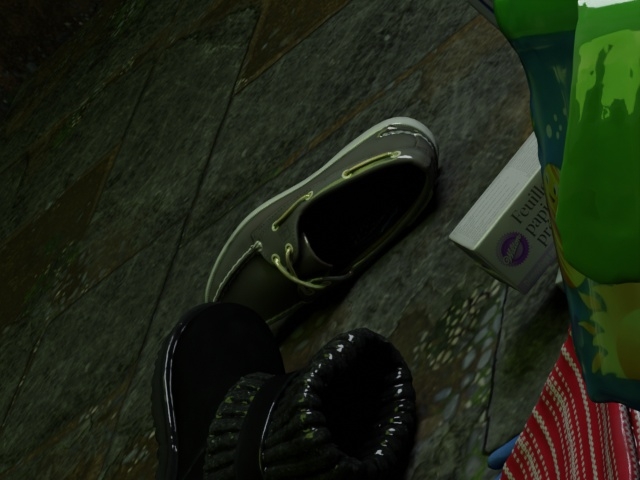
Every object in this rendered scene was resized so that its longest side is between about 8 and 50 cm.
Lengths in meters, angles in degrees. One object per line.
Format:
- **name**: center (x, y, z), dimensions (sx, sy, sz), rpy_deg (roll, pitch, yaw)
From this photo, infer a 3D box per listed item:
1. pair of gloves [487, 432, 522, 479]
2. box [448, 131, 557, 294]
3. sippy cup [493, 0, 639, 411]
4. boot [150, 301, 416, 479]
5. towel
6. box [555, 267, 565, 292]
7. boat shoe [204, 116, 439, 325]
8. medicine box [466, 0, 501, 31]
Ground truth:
- **pair of gloves**: center (0.170, 0.181, 1.394), dimensions (0.159, 0.023, 0.198), rpy_deg (-47, 20, 12)
- **box**: center (0.235, -0.103, 1.576), dimensions (0.324, 0.063, 0.067), rpy_deg (-51, 18, -3)
- **sippy cup**: center (0.210, -0.030, 0.970), dimensions (0.240, 0.306, 0.224), rpy_deg (-177, 84, -65)
- **boot**: center (-0.033, 0.137, 1.733), dimensions (0.260, 0.131, 0.348), rpy_deg (-45, 30, 35)
- **towel**: center (0.146, 0.181, 1.239), dimensions (0.199, 0.031, 0.275), rpy_deg (-89, 14, -49)
- **box**: center (0.276, -0.041, 1.529), dimensions (0.186, 0.038, 0.145), rpy_deg (-31, 28, 41)
- **boat shoe**: center (-0.003, -0.003, 1.954), dimensions (0.305, 0.109, 0.091), rpy_deg (-41, 17, 15)
- **medicine box**: center (0.255, -0.295, 1.682), dimensions (0.289, 0.263, 0.149), rpy_deg (-45, 21, 15)
